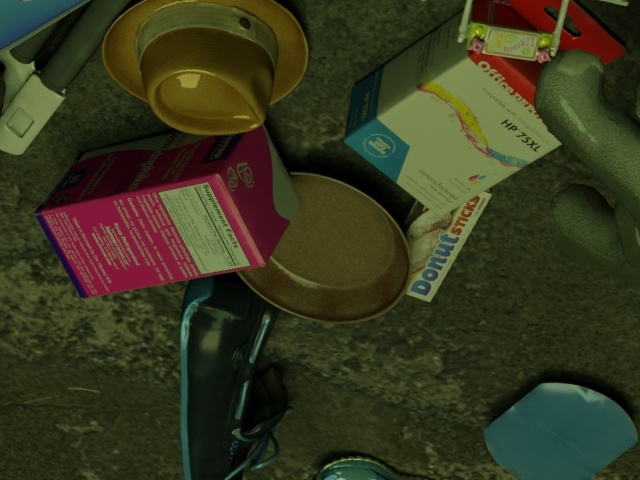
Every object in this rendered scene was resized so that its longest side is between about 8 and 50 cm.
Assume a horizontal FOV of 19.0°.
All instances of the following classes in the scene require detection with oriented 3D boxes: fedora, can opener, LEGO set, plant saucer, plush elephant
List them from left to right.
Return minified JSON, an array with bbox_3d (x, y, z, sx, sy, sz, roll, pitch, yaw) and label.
[{"bbox_3d":[-0.262,-0.164,1.765,0.076,0.095,0.283,41,132,-4],"label":"can opener"},{"bbox_3d":[-0.102,-0.150,1.739,0.194,0.079,0.194,-4,146,-2],"label":"fedora"},{"bbox_3d":[0.000,0.000,1.923,0.198,0.036,0.199,10,132,12],"label":"plant saucer"},{"bbox_3d":[0.111,-0.221,1.565,0.287,0.132,0.107,14,109,6],"label":"LEGO set"},{"bbox_3d":[0.372,-0.067,1.618,0.330,0.255,0.272,39,162,35],"label":"plush elephant"}]

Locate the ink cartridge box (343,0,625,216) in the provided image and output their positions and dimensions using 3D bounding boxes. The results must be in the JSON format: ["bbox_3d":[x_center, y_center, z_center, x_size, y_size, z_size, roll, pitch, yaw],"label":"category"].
[{"bbox_3d":[0.149,-0.131,1.733,0.134,0.078,0.231,36,132,-25],"label":"ink cartridge box"}]

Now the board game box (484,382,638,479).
[{"bbox_3d":[0.265,0.206,2.111,0.133,0.033,0.169,33,129,-15],"label":"board game box"}]

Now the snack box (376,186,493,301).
[{"bbox_3d":[0.112,-0.007,1.917,0.064,0.022,0.178,18,138,-7],"label":"snack box"}]

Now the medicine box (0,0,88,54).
[{"bbox_3d":[-0.273,-0.331,1.555,0.263,0.149,0.289,-25,127,33],"label":"medicine box"}]

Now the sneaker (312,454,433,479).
[{"bbox_3d":[0.068,0.302,2.224,0.162,0.073,0.063,15,138,-5],"label":"sneaker"}]

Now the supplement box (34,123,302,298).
[{"bbox_3d":[-0.147,-0.031,1.853,0.220,0.111,0.114,-10,121,28],"label":"supplement box"}]

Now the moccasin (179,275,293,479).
[{"bbox_3d":[-0.091,0.183,2.086,0.116,0.138,0.342,3,138,2],"label":"moccasin"}]
